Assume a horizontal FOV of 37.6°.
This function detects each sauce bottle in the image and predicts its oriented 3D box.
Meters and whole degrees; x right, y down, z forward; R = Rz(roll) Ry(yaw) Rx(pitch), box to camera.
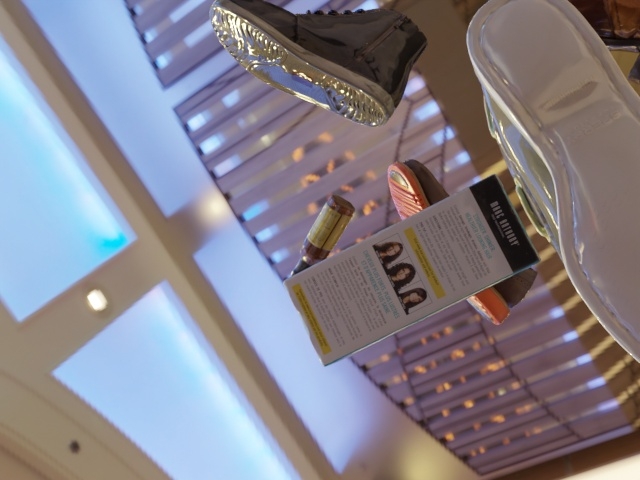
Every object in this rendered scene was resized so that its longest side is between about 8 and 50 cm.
[{"bbox_3d":[0.000,0.000,1.275,0.042,0.128,0.042,29,-162,-11],"label":"sauce bottle"}]

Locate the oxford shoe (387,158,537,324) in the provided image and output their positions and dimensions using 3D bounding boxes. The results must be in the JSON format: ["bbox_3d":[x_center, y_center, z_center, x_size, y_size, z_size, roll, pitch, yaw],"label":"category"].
[{"bbox_3d":[0.175,-0.016,1.148,0.271,0.098,0.097,50,175,-35],"label":"oxford shoe"}]

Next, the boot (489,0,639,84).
[{"bbox_3d":[0.327,-0.317,0.953,0.264,0.280,0.096,27,-168,14],"label":"boot"}]

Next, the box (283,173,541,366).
[{"bbox_3d":[0.093,0.033,0.971,0.100,0.244,0.060,64,-174,9],"label":"box"}]

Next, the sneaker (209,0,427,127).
[{"bbox_3d":[-0.002,-0.217,1.007,0.222,0.083,0.118,30,-117,2],"label":"sneaker"}]

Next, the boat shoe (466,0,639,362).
[{"bbox_3d":[0.196,-0.037,0.651,0.305,0.109,0.091,67,-174,23],"label":"boat shoe"}]
